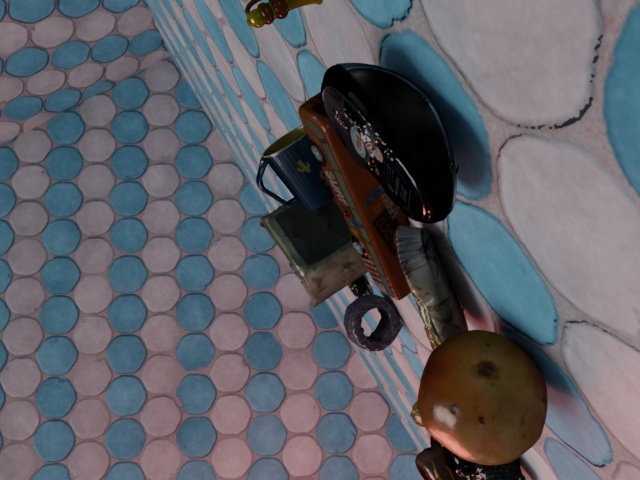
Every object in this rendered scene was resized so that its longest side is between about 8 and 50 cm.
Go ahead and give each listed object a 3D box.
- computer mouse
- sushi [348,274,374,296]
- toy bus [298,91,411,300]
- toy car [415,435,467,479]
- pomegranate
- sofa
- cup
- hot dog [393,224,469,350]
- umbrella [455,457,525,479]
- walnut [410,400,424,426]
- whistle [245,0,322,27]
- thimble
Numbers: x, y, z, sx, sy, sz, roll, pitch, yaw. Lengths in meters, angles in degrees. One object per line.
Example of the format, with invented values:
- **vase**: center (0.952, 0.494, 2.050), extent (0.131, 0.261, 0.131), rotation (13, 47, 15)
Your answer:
- **computer mouse**: center (0.092, -0.127, 0.681), extent (0.233, 0.096, 0.137), rotation (52, 175, 18)
- **sushi**: center (0.092, 0.114, 1.757), extent (0.220, 0.047, 0.231), rotation (48, 167, 52)
- **toy bus**: center (0.082, -0.068, 0.978), extent (0.092, 0.093, 0.409), rotation (35, 157, 52)
- **toy car**: center (0.376, 0.713, 1.564), extent (0.341, 0.240, 0.271), rotation (51, 167, 30)
- **pomegranate**: center (0.236, 0.226, 0.819), extent (0.191, 0.191, 0.191), rotation (57, 172, 12)
- **sofa**: center (0.000, 0.000, 1.349), extent (0.225, 0.210, 0.176), rotation (51, 171, 28)
- **cup**: center (-0.047, -0.145, 1.227), extent (0.155, 0.176, 0.131), rotation (55, 172, -21)
- **hot dog**: center (0.180, 0.084, 0.924), extent (0.253, 0.069, 0.131), rotation (64, -161, -20)
- **umbrella**: center (0.325, 0.434, 1.266), extent (0.337, 0.128, 0.154), rotation (57, 175, 32)
- **walnut**: center (0.338, 0.571, 1.861), extent (0.092, 0.092, 0.092), rotation (57, 172, 12)
- **whistle**: center (-0.059, -0.336, 0.786), extent (0.057, 0.109, 0.046), rotation (63, 174, 8)
- **thimble**: center (0.139, 0.223, 1.526), extent (0.150, 0.150, 0.098), rotation (60, 167, -7)
